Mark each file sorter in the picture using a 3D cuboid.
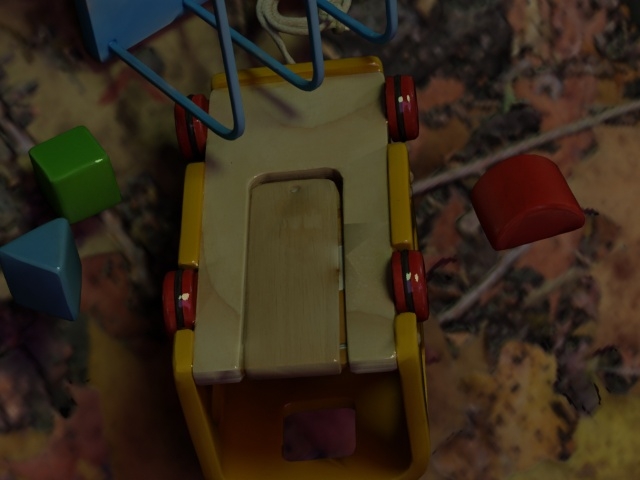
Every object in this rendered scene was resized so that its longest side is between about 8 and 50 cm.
[{"bbox_3d":[-0.006,-0.136,0.706,0.170,0.104,0.118,-35,143,-23],"label":"file sorter"}]

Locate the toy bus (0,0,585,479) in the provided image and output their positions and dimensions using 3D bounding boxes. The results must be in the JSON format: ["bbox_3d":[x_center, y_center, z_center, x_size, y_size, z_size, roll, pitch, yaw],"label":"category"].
[{"bbox_3d":[-0.005,0.009,0.719,0.202,0.191,0.104,-38,142,-25],"label":"toy bus"}]
